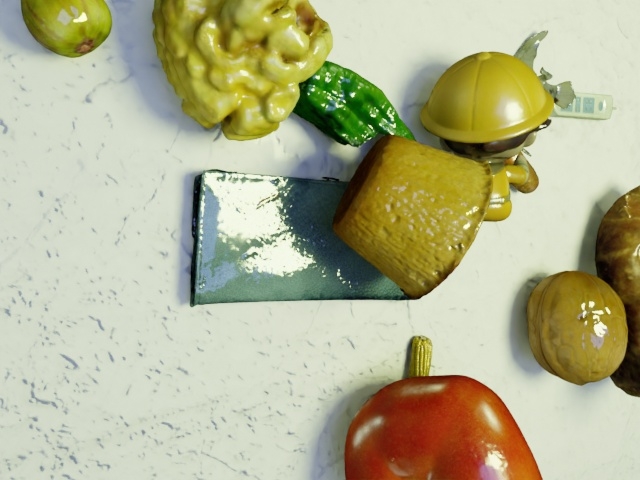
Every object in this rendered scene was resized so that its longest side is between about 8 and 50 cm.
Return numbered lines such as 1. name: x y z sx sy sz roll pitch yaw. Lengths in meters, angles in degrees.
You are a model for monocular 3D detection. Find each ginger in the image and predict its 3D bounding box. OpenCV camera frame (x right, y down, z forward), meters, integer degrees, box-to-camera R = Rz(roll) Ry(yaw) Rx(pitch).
1. ginger: 0.619 0.107 1.020 0.176 0.254 0.418 -3 78 4

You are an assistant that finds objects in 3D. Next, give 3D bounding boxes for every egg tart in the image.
1. egg tart: 0.122 -0.041 0.719 0.171 0.215 0.215 29 83 -7

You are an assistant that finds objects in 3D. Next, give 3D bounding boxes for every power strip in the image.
1. power strip: 0.490 -0.253 0.998 0.191 0.030 0.048 -3 98 -24

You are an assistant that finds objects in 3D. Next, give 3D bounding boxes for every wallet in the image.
1. wallet: 0.000 0.000 0.789 0.379 0.046 0.191 2 95 -25

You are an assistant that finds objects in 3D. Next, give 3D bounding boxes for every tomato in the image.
1. tomato: 0.189 0.340 0.797 0.226 0.298 0.299 2 96 -55

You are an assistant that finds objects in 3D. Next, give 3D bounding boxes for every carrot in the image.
1. carrot: 0.319 -0.157 0.923 0.047 0.047 0.191 -47 109 -13

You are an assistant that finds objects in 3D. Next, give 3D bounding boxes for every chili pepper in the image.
1. chili pepper: 0.060 -0.177 0.779 0.253 0.083 0.099 29 85 -30

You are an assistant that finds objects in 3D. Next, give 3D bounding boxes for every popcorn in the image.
1. popcorn: -0.097 -0.239 0.629 0.200 0.203 0.226 17 84 -29

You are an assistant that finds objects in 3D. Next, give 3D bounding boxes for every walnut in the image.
1. walnut: 0.458 0.156 0.955 0.167 0.167 0.207 -5 90 -25

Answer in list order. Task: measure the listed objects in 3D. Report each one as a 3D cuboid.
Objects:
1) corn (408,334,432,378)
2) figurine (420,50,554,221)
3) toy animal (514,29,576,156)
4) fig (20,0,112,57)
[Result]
1. corn: 0.169 0.208 0.898 0.037 0.037 0.092 5 97 -26
2. figurine: 0.254 -0.156 0.817 0.192 0.167 0.257 -4 101 6
3. toy animal: 0.344 -0.268 0.893 0.155 0.095 0.219 12 90 -30
4. fig: -0.304 -0.282 0.612 0.093 0.093 0.166 -26 67 -20
